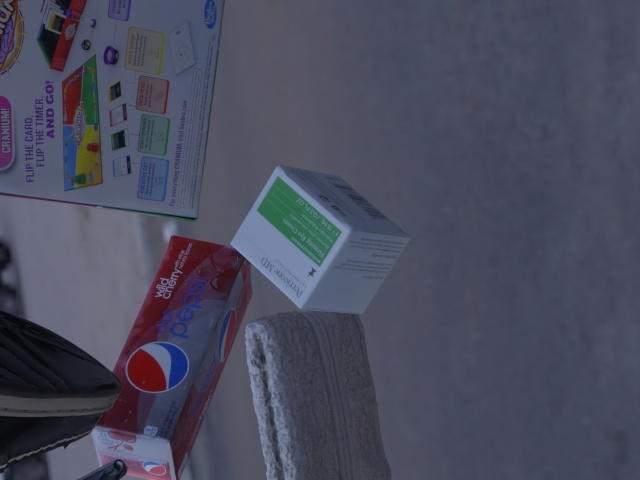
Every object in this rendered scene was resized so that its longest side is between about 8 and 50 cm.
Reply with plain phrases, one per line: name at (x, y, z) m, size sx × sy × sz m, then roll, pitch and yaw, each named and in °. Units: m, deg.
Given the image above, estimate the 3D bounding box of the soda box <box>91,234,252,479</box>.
soda box at (-0.153, 0.122, 2.000) m, size 0.083 × 0.092 × 0.263 m, roll 86°, pitch -160°, yaw -49°

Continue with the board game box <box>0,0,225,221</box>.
board game box at (-0.246, -0.155, 1.857) m, size 0.064 × 0.316 × 0.242 m, roll 7°, pitch 89°, yaw 49°

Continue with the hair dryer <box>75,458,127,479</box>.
hair dryer at (-0.241, 0.261, 1.566) m, size 0.080 × 0.224 × 0.293 m, roll 54°, pitch 172°, yaw -11°

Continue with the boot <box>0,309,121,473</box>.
boot at (-0.317, 0.193, 1.286) m, size 0.138 × 0.377 × 0.284 m, roll 31°, pitch 108°, yaw 27°

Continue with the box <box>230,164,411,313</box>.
box at (0.000, 0.000, 1.657) m, size 0.101 × 0.102 × 0.087 m, roll 41°, pitch 109°, yaw 30°

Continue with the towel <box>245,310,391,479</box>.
towel at (0.003, 0.204, 1.868) m, size 0.187 × 0.049 × 0.282 m, roll -9°, pitch -91°, yaw -62°

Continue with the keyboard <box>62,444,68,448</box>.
keyboard at (-0.343, 0.175, 2.061) m, size 0.108 × 0.180 × 0.023 m, roll -50°, pitch -24°, yaw -48°
